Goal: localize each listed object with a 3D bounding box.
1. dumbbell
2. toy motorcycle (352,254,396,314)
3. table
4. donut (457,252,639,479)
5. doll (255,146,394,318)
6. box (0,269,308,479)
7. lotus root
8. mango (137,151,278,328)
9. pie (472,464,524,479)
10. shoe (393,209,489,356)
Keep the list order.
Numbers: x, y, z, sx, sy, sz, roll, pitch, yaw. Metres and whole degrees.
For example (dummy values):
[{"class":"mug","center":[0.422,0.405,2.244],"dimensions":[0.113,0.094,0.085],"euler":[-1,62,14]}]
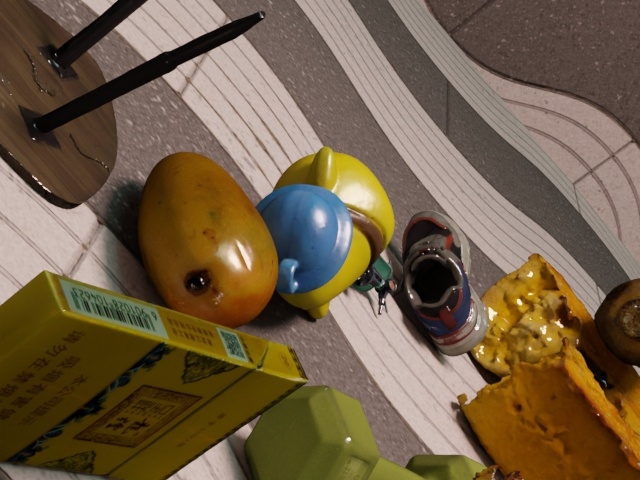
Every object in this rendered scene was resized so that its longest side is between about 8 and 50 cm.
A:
[{"class":"dumbbell","center":[0.057,0.225,1.317],"dimensions":[0.108,0.121,0.302],"euler":[30,-2,44]},{"class":"toy motorcycle","center":[0.051,0.012,1.785],"dimensions":[0.100,0.058,0.173],"euler":[47,16,-33]},{"class":"table","center":[-0.200,-0.240,1.335],"dimensions":[0.317,0.249,0.317],"euler":[45,20,-21]},{"class":"donut","center":[0.341,0.243,1.900],"dimensions":[0.377,0.163,0.435],"euler":[51,16,-9]},{"class":"doll","center":[0.000,0.000,1.528],"dimensions":[0.363,0.145,0.199],"euler":[-50,141,-73]},{"class":"box","center":[-0.144,0.103,0.982],"dimensions":[0.279,0.153,0.041],"euler":[24,33,-55]},{"class":"lotus root","center":[0.445,0.114,1.953],"dimensions":[0.124,0.123,0.241],"euler":[30,11,19]},{"class":"mango","center":[-0.108,-0.002,1.341],"dimensions":[0.138,0.113,0.253],"euler":[37,16,-28]},{"class":"pie","center":[0.162,0.352,1.266],"dimensions":[0.308,0.085,0.308],"euler":[26,60,-58]},{"class":"shoe","center":[0.141,0.041,1.879],"dimensions":[0.125,0.099,0.227],"euler":[37,27,-46]}]
